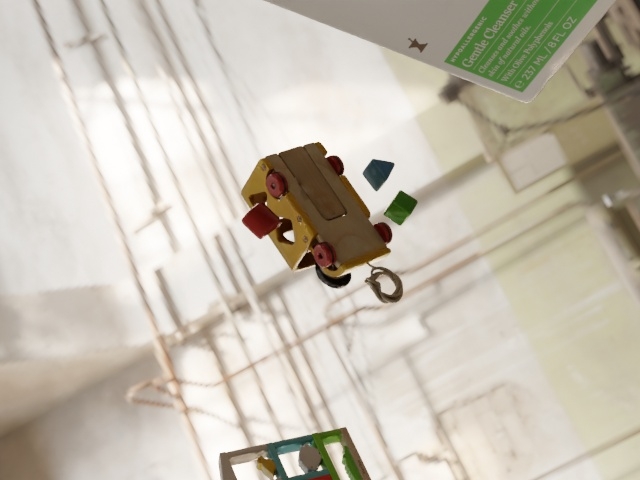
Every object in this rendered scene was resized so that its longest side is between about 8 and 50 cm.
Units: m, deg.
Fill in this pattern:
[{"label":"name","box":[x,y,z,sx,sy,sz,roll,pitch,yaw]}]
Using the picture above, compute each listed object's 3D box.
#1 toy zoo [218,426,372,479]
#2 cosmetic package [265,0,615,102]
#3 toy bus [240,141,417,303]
[{"label":"toy zoo","box":[-0.057,0.436,2.189,0.192,0.293,0.030,-119,28,-42]},{"label":"cosmetic package","box":[0.075,-0.291,1.105,0.365,0.197,0.155,17,-130,-15]},{"label":"toy bus","box":[-0.002,-0.011,1.409,0.191,0.104,0.202,22,-131,-12]}]
